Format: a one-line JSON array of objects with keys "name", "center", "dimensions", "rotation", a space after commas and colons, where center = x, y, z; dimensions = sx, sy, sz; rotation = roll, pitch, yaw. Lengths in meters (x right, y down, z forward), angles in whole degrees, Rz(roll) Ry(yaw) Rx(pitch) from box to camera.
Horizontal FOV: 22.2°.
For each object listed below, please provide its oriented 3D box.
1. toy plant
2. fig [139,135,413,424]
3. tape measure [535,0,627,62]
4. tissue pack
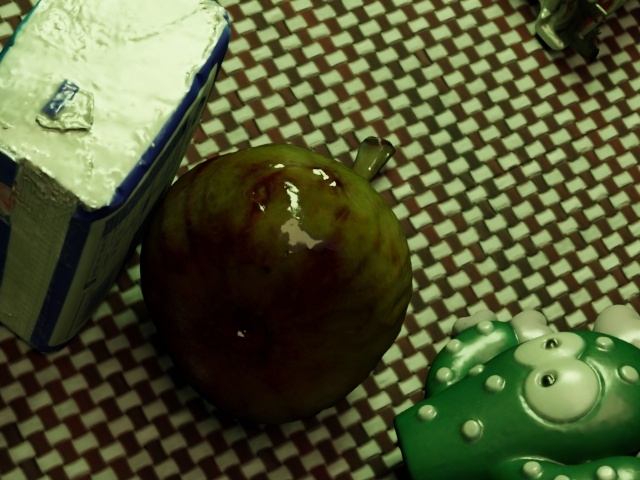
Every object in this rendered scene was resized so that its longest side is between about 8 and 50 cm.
[{"name": "toy plant", "center": [0.181, 0.137, 1.288], "dimensions": [0.243, 0.113, 0.233], "rotation": [0, 42, 21]}, {"name": "fig", "center": [0.000, 0.000, 1.317], "dimensions": [0.217, 0.217, 0.321], "rotation": [40, 36, 5]}, {"name": "tape measure", "center": [0.263, -0.338, 1.568], "dimensions": [0.258, 0.130, 0.265], "rotation": [-36, 79, -25]}, {"name": "tissue pack", "center": [-0.183, -0.063, 1.222], "dimensions": [0.137, 0.270, 0.209], "rotation": [29, 61, -2]}]
